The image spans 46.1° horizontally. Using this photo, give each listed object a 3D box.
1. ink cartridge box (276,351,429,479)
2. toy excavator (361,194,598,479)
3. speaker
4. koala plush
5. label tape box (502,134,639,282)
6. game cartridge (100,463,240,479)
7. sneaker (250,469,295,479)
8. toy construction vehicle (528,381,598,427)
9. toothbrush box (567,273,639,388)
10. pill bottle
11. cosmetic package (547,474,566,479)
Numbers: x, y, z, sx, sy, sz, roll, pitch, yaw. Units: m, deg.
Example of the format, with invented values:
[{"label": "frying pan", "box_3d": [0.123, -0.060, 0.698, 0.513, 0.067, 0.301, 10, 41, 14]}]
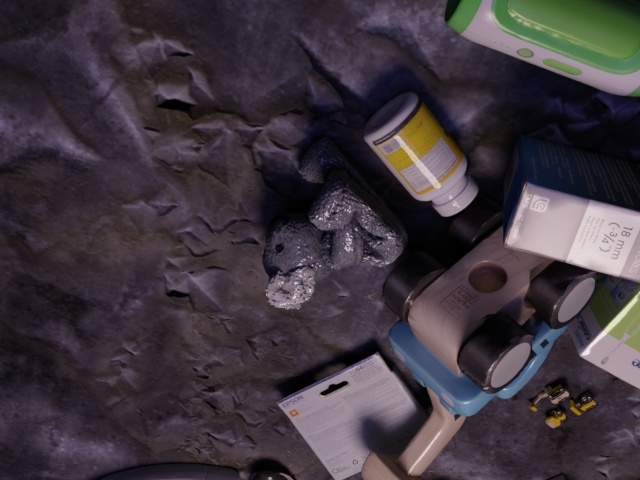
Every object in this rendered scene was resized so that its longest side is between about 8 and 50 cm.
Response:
[{"label": "ink cartridge box", "box_3d": [0.067, 0.323, 1.401, 0.223, 0.045, 0.224, -28, 112, 14]}, {"label": "toy excavator", "box_3d": [0.232, 0.220, 1.233, 0.433, 0.222, 0.445, -39, 142, -15]}, {"label": "speaker", "box_3d": [0.328, -0.299, 1.034, 0.296, 0.131, 0.131, 19, 116, -7]}, {"label": "koala plush", "box_3d": [0.000, 0.000, 1.166, 0.221, 0.196, 0.203, -39, 119, 15]}, {"label": "label tape box", "box_3d": [0.434, -0.037, 1.067, 0.333, 0.240, 0.106, 15, 116, 7]}, {"label": "game cartridge", "box_3d": [-0.298, 0.542, 1.522, 0.297, 0.062, 0.198, -5, 112, 4]}, {"label": "sneaker", "box_3d": [-0.093, 0.571, 1.499, 0.100, 0.108, 0.271, 0, 116, 4]}, {"label": "toy construction vehicle", "box_3d": [0.446, 0.299, 1.388, 0.086, 0.035, 0.098, 36, 115, -27]}, {"label": "toothbrush box", "box_3d": [0.578, 0.103, 1.231, 0.206, 0.122, 0.283, 28, 114, -12]}, {"label": "pill bottle", "box_3d": [0.156, -0.126, 1.139, 0.103, 0.103, 0.184, -37, 111, 18]}, {"label": "cosmetic package", "box_3d": [0.400, 0.575, 1.474, 0.238, 0.127, 0.107, -27, 113, 13]}]
